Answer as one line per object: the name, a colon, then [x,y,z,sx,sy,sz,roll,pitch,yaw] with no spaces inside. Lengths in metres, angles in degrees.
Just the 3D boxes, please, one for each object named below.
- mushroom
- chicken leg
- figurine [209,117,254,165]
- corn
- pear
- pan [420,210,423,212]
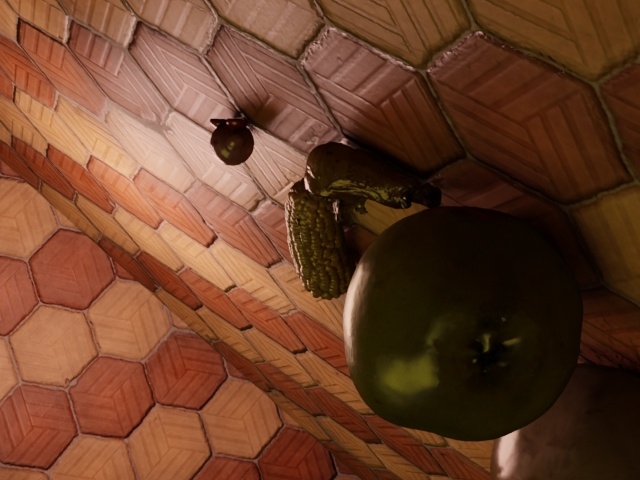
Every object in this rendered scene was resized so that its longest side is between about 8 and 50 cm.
mushroom: [0.384,0.322,1.365,0.290,0.292,0.292,30,167,-27]
chicken leg: [0.066,-0.067,1.342,0.207,0.085,0.101,18,118,34]
figurine: [-0.133,-0.149,1.557,0.067,0.071,0.083,2,-177,-21]
corn: [0.000,0.000,1.600,0.101,0.101,0.292,32,157,23]
pear: [0.163,0.093,1.252,0.287,0.287,0.375,43,177,-9]
pan: [0.171,0.039,1.458,0.136,0.028,0.235,25,156,37]
